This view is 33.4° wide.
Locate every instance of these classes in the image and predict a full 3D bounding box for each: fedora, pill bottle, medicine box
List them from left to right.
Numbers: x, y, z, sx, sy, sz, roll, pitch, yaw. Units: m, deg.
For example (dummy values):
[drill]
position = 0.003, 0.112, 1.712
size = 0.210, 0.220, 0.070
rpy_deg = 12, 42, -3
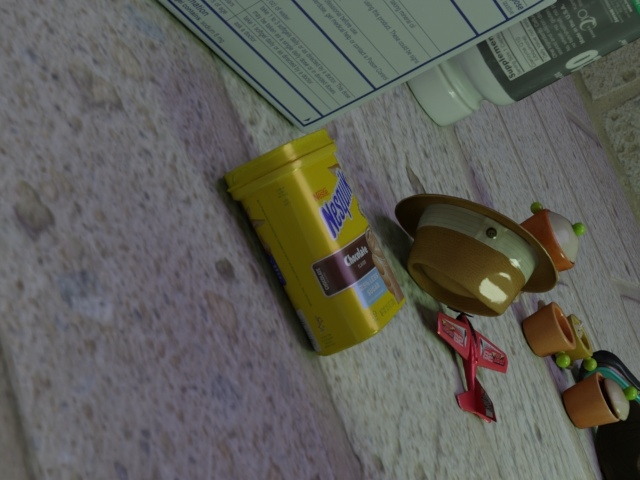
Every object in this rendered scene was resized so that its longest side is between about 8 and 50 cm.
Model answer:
[medicine box]
position = 0.021, -0.273, 0.957
size = 0.263, 0.289, 0.149
rpy_deg = 39, 32, -46
[fedora]
position = 0.158, 0.026, 1.157
size = 0.194, 0.194, 0.079
rpy_deg = 45, 65, -39
[pill bottle]
position = 0.297, -0.320, 1.533
size = 0.204, 0.361, 0.204
rpy_deg = 48, 27, -34

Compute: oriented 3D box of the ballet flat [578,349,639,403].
[ballet flat]
position = 0.508, 0.278, 1.659
size = 0.280, 0.095, 0.096
rpy_deg = 53, 23, -6

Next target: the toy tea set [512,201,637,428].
[toy tea set]
position = 0.362, 0.100, 1.528
size = 0.336, 0.124, 0.200
rpy_deg = 60, 22, -8

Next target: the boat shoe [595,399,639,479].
[boat shoe]
position = 0.450, 0.334, 1.538
size = 0.073, 0.080, 0.223
rpy_deg = 54, 28, -36

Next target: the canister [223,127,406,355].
[canister]
position = 0.000, 0.000, 0.899
size = 0.169, 0.073, 0.126
rpy_deg = 64, 22, -4

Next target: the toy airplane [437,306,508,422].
[toy airplane]
position = 0.168, 0.138, 1.179
size = 0.151, 0.028, 0.151
rpy_deg = 41, 32, -33
